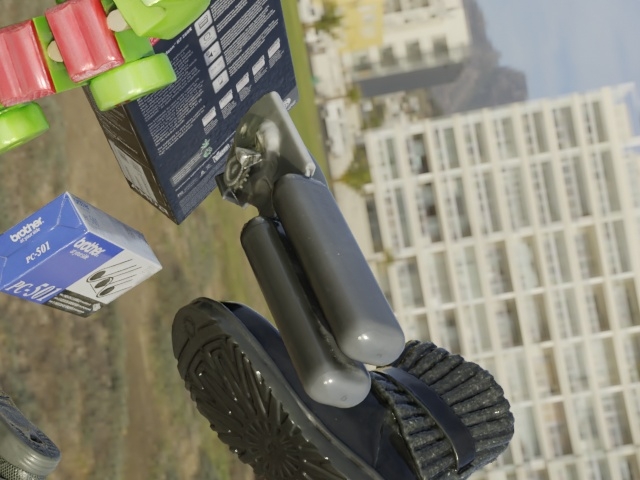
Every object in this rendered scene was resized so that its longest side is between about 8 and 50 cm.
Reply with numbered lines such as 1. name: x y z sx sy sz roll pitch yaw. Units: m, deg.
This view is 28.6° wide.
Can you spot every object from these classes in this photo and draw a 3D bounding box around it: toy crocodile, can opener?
1. toy crocodile: -0.230 -0.141 0.990 0.105 0.341 0.115 -36 106 -64
2. can opener: 0.000 0.000 0.861 0.076 0.095 0.283 -53 -142 23

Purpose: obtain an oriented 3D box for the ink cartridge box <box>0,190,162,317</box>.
1. ink cartridge box: -0.227 0.018 1.167 0.046 0.097 0.207 58 3 14

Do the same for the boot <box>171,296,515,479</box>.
1. boot: 0.027 0.158 1.356 0.348 0.260 0.131 48 -44 5

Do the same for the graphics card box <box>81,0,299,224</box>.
1. graphics card box: -0.143 -0.195 1.386 0.094 0.233 0.371 36 -16 20

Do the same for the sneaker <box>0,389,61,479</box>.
1. sneaker: -0.403 0.244 1.472 0.227 0.130 0.087 36 4 39
